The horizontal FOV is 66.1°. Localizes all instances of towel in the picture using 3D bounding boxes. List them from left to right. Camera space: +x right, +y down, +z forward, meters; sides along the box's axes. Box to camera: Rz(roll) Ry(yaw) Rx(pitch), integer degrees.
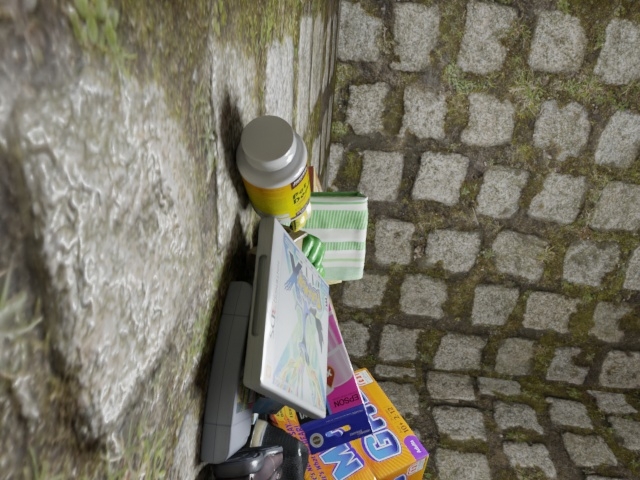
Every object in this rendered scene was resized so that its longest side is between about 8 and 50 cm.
[{"bbox_3d":[0.000,0.000,1.307,0.325,0.247,0.038,90,-3,-46],"label":"towel"}]

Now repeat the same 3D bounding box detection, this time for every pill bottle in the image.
[{"bbox_3d":[-0.078,-0.119,0.848,0.215,0.117,0.117,86,11,-70],"label":"pill bottle"}]

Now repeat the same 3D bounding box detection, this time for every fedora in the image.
[{"bbox_3d":[-0.111,0.581,1.234,0.334,0.152,0.334,6,90,-87],"label":"fedora"}]

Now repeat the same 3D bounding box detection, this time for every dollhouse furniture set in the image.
[{"bbox_3d":[-0.117,0.075,1.057,0.161,0.101,0.182,-34,135,-53],"label":"dollhouse furniture set"}]

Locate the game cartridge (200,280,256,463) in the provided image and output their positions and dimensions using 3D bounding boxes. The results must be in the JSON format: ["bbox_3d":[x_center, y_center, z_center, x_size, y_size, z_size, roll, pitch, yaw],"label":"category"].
[{"bbox_3d":[-0.148,0.228,0.874,0.196,0.060,0.294,67,29,-74],"label":"game cartridge"}]

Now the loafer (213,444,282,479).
[{"bbox_3d":[-0.132,0.444,0.919,0.302,0.109,0.095,74,8,-71],"label":"loafer"}]

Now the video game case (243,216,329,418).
[{"bbox_3d":[-0.049,0.162,0.946,0.329,0.036,0.300,56,31,-57],"label":"video game case"}]

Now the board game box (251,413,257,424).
[{"bbox_3d":[-0.153,0.358,1.185,0.154,0.026,0.103,-53,149,-83],"label":"board game box"}]

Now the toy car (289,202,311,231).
[{"bbox_3d":[-0.064,-0.109,1.078,0.225,0.053,0.239,96,-20,-72],"label":"toy car"}]

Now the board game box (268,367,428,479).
[{"bbox_3d":[0.064,0.695,1.539,0.356,0.356,0.357,49,-36,47],"label":"board game box"}]

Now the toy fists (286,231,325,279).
[{"bbox_3d":[-0.060,0.066,1.244,0.279,0.142,0.096,90,7,-56],"label":"toy fists"}]

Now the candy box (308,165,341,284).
[{"bbox_3d":[-0.015,-0.035,1.429,0.183,0.087,0.316,-91,165,-44],"label":"candy box"}]

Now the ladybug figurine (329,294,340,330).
[{"bbox_3d":[-0.006,0.366,2.100,0.449,0.162,0.305,-126,-158,-87],"label":"ladybug figurine"}]

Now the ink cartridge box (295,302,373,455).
[{"bbox_3d":[-0.002,0.353,1.287,0.069,0.175,0.371,80,-9,-80],"label":"ink cartridge box"}]

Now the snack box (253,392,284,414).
[{"bbox_3d":[-0.102,0.249,1.048,0.174,0.070,0.207,119,-25,-59],"label":"snack box"}]
